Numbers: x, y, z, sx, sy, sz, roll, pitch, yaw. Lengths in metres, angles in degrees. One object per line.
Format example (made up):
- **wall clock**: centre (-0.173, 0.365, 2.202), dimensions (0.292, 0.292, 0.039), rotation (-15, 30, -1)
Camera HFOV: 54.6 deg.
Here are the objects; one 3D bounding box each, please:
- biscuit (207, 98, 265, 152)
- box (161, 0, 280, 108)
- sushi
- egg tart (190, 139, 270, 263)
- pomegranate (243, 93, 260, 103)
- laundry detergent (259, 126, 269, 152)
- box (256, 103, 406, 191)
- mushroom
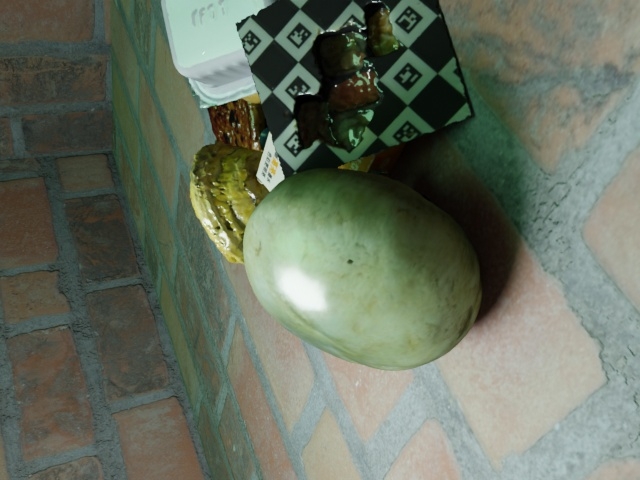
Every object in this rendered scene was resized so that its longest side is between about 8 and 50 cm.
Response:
- **biscuit**: centre (-0.198, -0.328, 1.505), dimensions (0.289, 0.081, 0.334), rotation (-4, 99, 64)
- **box**: centre (-0.150, -0.389, 1.068), dimensions (0.336, 0.106, 0.265), rotation (-8, 96, 32)
- **sushi**: centre (0.046, -0.252, 0.901), dimensions (0.059, 0.293, 0.293), rotation (16, -124, -69)
- **egg tart**: centre (-0.131, -0.086, 1.254), dimensions (0.123, 0.294, 0.294), rotation (-22, 76, 28)
- **pomegranate**: centre (-0.117, -0.366, 1.223), dimensions (0.196, 0.196, 0.196), rotation (34, 128, 57)
- **laundry detergent**: centre (-0.075, -0.197, 1.294), dimensions (0.097, 0.061, 0.206), rotation (56, 164, -24)
- **box**: centre (0.008, -0.141, 1.060), dimensions (0.221, 0.091, 0.274), rotation (47, 143, 19)
- **mushroom**: centre (0.062, 0.034, 0.870), dimensions (0.260, 0.352, 0.352), rotation (-60, 19, -17)
